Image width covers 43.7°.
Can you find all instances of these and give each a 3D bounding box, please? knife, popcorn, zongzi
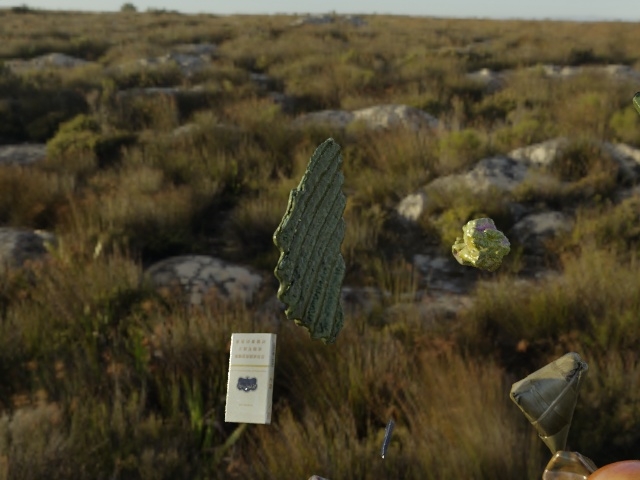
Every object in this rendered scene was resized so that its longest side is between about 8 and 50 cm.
[{"bbox_3d":[0.186,0.557,2.235,0.018,0.031,0.121,27,53,-6],"label":"knife"},{"bbox_3d":[0.387,0.010,1.899,0.126,0.126,0.145,20,5,-17],"label":"popcorn"},{"bbox_3d":[0.473,0.319,1.529,0.160,0.176,0.078,-38,-10,24],"label":"zongzi"}]

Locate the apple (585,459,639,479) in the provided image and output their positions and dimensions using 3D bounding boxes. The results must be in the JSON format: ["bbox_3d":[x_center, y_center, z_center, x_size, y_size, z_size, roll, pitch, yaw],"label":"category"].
[{"bbox_3d":[0.479,0.441,1.191,0.241,0.242,0.242,25,7,-21],"label":"apple"}]

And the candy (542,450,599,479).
[{"bbox_3d":[0.436,0.507,1.397,0.101,0.271,0.143,-2,-26,35],"label":"candy"}]

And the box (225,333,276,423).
[{"bbox_3d":[-0.131,0.259,1.503,0.090,0.167,0.024,-3,-14,26],"label":"box"}]

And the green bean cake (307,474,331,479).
[{"bbox_3d":[-0.011,0.633,1.676,0.097,0.198,0.232,25,22,-23],"label":"green bean cake"}]

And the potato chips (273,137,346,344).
[{"bbox_3d":[0.000,0.000,1.669,0.070,0.358,0.429,0,43,18],"label":"potato chips"}]

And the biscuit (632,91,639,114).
[{"bbox_3d":[0.587,-0.113,1.196,0.099,0.322,0.038,-28,-27,14],"label":"biscuit"}]
